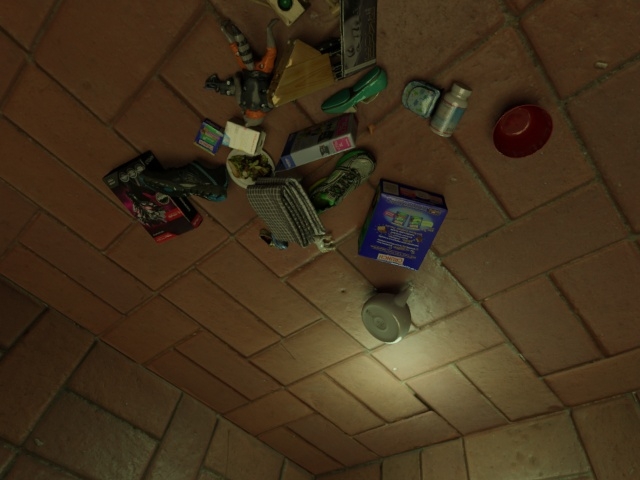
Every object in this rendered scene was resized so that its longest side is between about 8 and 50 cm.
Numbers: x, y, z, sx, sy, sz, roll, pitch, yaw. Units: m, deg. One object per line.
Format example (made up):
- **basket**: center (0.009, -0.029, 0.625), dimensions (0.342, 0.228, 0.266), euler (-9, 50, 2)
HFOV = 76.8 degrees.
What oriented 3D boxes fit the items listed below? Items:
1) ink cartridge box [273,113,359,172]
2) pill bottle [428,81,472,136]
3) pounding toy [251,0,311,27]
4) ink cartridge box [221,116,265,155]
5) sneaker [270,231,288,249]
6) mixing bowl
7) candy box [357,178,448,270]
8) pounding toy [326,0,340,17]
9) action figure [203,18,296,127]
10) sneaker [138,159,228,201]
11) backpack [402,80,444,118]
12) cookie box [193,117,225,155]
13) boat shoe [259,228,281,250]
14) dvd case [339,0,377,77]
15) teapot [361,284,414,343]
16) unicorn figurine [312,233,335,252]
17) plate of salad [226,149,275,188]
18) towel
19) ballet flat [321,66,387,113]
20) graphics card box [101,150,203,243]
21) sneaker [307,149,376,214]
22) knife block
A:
- **ink cartridge box**: center (-0.023, -0.346, 1.423), dimensions (0.310, 0.186, 0.065), euler (-16, 125, 21)
- **pill bottle**: center (0.432, -0.434, 1.340), dimensions (0.087, 0.087, 0.160), euler (19, 127, -5)
- **pounding toy**: center (-0.117, -0.706, 1.195), dimensions (0.100, 0.141, 0.130), euler (-33, 115, 30)
- **ink cartridge box**: center (-0.276, -0.381, 1.491), dimensions (0.143, 0.090, 0.092), euler (20, 115, -6)
- **sneaker**: center (-0.173, -0.053, 1.741), dimensions (0.086, 0.083, 0.221), euler (-9, 127, 10)
- **mixing bowl**: center (0.657, -0.376, 1.338), dimensions (0.181, 0.098, 0.182), euler (5, 128, 6)
- **candy box**: center (0.319, -0.056, 1.625), dimensions (0.267, 0.122, 0.318), euler (15, 127, -3)
- **pounding toy**: center (0.029, -0.742, 1.117), dimensions (0.094, 0.181, 0.206), euler (-22, 120, 24)
- **action figure**: center (-0.259, -0.536, 1.330), dimensions (0.340, 0.179, 0.331), euler (3, 124, 10)
- **sneaker**: center (-0.535, -0.247, 1.605), dimensions (0.340, 0.140, 0.125), euler (9, 167, -11)
- **backpack**: center (0.327, -0.467, 1.324), dimensions (0.114, 0.084, 0.105), euler (33, 123, 17)
- **cookie box**: center (-0.422, -0.395, 1.547), dimensions (0.091, 0.040, 0.107), euler (30, 127, -14)
- **boat shoe**: center (-0.222, 0.006, 1.813), dimensions (0.135, 0.045, 0.050), euler (37, 124, -17)
- **dvd case**: center (0.117, -0.625, 1.213), dimensions (0.018, 0.164, 0.222), euler (26, 136, 33)
- **teapot**: center (0.328, 0.346, 1.898), dimensions (0.255, 0.187, 0.253), euler (-4, 110, 45)
- **unicorn figurine**: center (0.000, 0.000, 1.760), dimensions (0.111, 0.060, 0.162), euler (-11, 124, 17)
- **plate of salad**: center (-0.280, -0.281, 1.604), dimensions (0.199, 0.048, 0.200), euler (5, 127, 6)
- **towel**: center (-0.141, -0.106, 1.556), dimensions (0.234, 0.121, 0.284), euler (6, 133, 48)
- **ballet flat**: center (0.119, -0.482, 1.366), dimensions (0.247, 0.083, 0.087), euler (-25, 133, 28)
- **graphics card box**: center (-0.712, -0.174, 1.733), dimensions (0.232, 0.094, 0.371), euler (-17, 121, 22)
- **sneaker**: center (0.078, -0.205, 1.538), dimensions (0.134, 0.146, 0.343), euler (39, 123, -19)
- **knife block**: center (-0.013, -0.519, 1.285), dimensions (0.241, 0.088, 0.276), euler (19, 108, -29)
